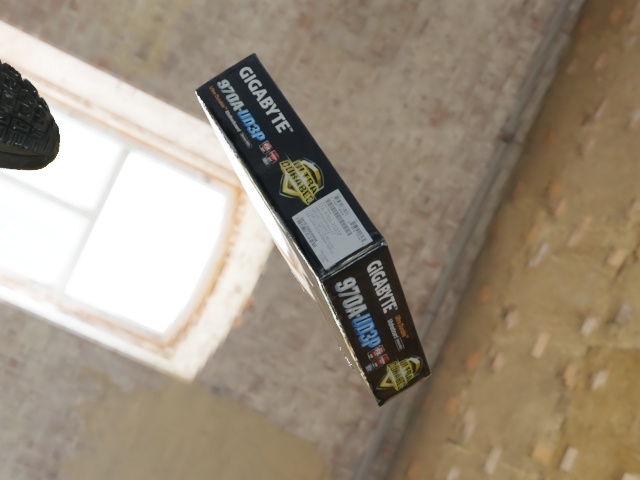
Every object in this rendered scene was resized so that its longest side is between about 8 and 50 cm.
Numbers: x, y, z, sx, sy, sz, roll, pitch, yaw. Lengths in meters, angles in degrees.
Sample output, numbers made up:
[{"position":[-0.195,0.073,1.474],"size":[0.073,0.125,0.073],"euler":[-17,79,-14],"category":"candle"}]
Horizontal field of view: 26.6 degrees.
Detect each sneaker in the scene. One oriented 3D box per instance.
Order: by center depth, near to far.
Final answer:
[{"position":[-0.373,-0.110,1.206],"size":[0.109,0.286,0.130],"euler":[-77,-175,-49],"category":"sneaker"}]

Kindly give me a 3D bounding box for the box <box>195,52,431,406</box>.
[{"position":[0.000,0.000,0.940],"size":[0.051,0.220,0.175],"euler":[-31,-120,-4],"category":"box"}]
